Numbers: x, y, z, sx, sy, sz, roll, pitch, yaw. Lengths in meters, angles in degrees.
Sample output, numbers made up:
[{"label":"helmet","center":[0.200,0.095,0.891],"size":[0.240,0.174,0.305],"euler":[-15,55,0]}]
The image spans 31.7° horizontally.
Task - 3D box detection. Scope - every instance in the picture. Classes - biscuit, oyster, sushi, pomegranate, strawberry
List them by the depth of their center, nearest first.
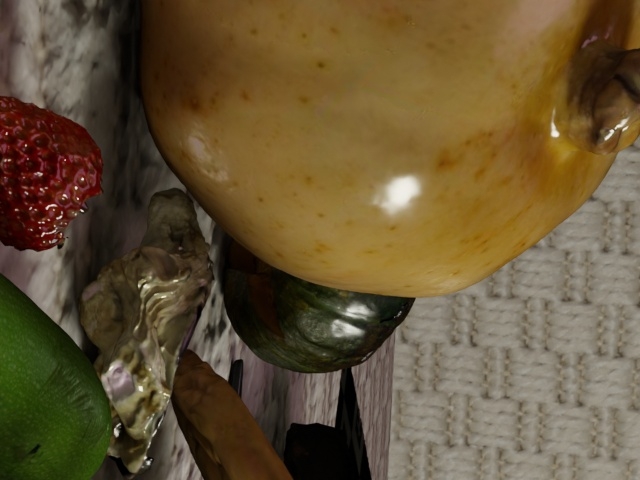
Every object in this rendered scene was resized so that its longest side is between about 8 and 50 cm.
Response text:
[{"label":"strawberry","center":[-0.151,-0.039,0.572],"size":[0.083,0.073,0.073],"euler":[48,34,-27]},{"label":"oyster","center":[-0.123,0.051,0.754],"size":[0.163,0.081,0.191],"euler":[125,-17,-51]},{"label":"biscuit","center":[-0.035,0.202,0.790],"size":[0.269,0.051,0.376],"euler":[65,-13,-19]},{"label":"pomegranate","center":[0.061,-0.148,0.796],"size":[0.411,0.411,0.412],"euler":[3,90,-80]},{"label":"sushi","center":[-0.024,0.349,1.361],"size":[0.296,0.100,0.373],"euler":[-100,-165,-64]}]

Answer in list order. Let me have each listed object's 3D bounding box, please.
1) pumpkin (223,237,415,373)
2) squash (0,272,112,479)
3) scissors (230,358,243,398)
[{"label":"pumpkin","center":[0.013,0.015,1.062],"size":[0.238,0.159,0.238],"euler":[-43,-150,32]},{"label":"squash","center":[-0.155,0.062,0.512],"size":[0.292,0.082,0.082],"euler":[72,23,-64]},{"label":"scissors","center":[-0.092,0.228,1.129],"size":[0.088,0.017,0.220],"euler":[53,41,-74]}]
